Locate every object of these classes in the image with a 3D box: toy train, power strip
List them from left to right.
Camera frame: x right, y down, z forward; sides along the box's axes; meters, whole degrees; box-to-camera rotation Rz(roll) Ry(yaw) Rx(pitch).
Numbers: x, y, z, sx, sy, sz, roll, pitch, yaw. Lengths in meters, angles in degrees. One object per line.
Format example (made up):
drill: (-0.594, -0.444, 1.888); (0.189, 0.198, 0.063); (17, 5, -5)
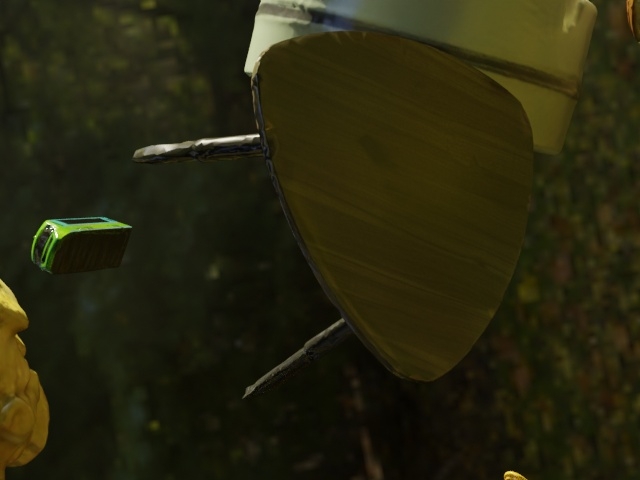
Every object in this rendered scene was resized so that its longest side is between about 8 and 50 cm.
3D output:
toy train: (-0.234, 0.003, 1.848); (0.209, 0.042, 0.044); (-5, -66, -78)
power strip: (0.092, -0.200, 1.970); (0.357, 0.357, 0.161); (-140, 63, -80)

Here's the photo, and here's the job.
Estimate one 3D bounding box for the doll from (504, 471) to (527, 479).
doll: (0.216, 0.348, 2.485); (0.073, 0.127, 0.084); (16, 145, 43)

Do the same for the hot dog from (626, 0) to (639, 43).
hot dog: (0.343, -0.253, 1.876); (0.261, 0.093, 0.123); (-70, -19, -58)

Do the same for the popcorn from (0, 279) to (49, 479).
popcorn: (-0.254, 0.101, 1.196); (0.163, 0.194, 0.140); (-39, 50, 37)

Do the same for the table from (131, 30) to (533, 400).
table: (0.000, 0.000, 1.761); (0.249, 0.317, 0.317); (-23, 74, 49)
